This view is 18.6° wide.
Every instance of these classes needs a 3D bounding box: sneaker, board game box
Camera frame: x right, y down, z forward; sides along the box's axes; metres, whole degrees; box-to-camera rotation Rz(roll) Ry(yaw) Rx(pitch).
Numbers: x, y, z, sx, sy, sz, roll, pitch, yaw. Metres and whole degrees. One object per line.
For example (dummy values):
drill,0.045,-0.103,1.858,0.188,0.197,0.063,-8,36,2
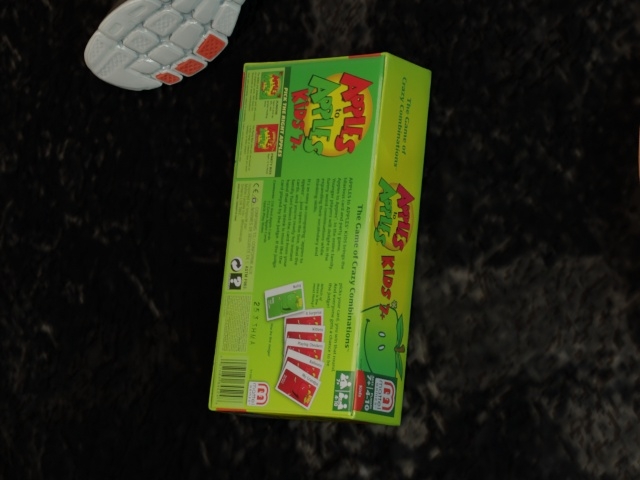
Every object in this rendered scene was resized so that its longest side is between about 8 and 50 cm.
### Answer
sneaker,-0.068,-0.146,1.078,0.158,0.061,0.065,-39,33,23
board game box,0.000,0.000,0.992,0.092,0.043,0.181,0,80,36

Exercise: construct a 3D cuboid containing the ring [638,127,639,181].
ring,0.271,-0.079,0.765,0.336,0.032,0.337,-28,48,35
